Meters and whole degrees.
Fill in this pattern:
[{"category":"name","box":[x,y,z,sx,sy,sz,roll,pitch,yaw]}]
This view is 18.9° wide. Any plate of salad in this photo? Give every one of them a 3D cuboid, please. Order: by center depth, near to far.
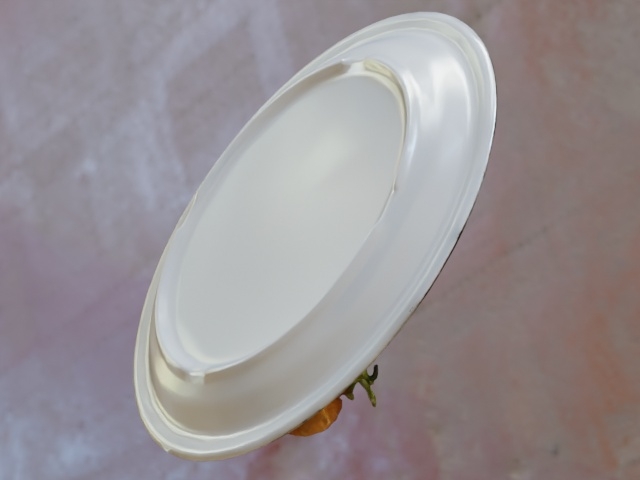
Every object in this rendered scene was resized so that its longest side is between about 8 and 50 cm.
[{"category":"plate of salad","box":[0.000,0.000,0.744,0.200,0.048,0.200,-38,33,29]}]
